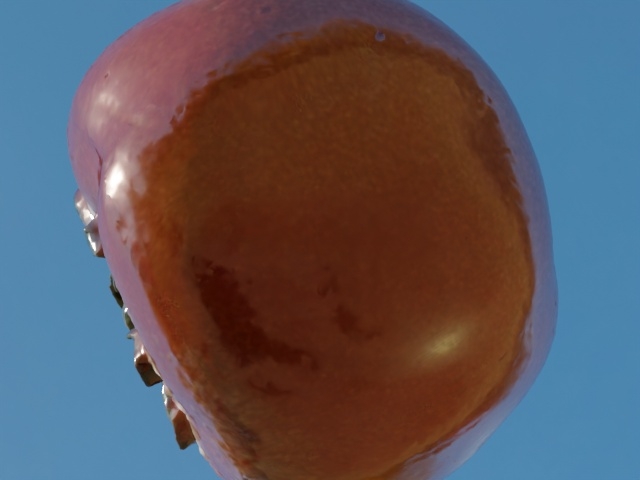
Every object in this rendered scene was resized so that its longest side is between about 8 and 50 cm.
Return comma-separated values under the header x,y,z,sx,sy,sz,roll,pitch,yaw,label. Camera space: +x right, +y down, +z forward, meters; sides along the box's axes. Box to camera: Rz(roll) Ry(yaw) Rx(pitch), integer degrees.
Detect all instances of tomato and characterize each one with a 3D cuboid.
x,y,z,sx,sy,sz,roll,pitch,yaw,label
0.000,0.000,1.151,0.273,0.341,0.341,-24,-56,-4,tomato
